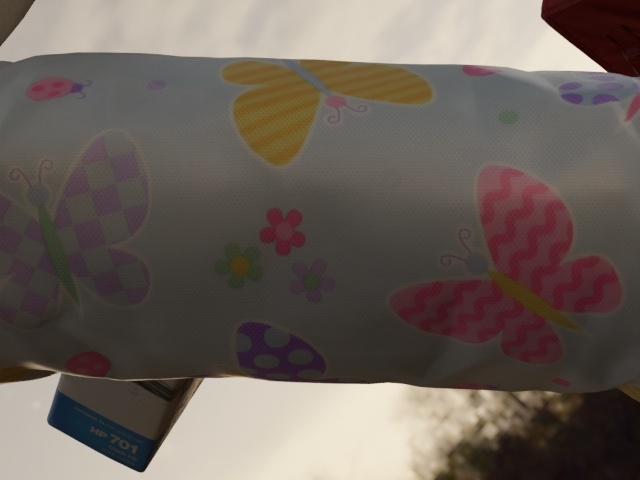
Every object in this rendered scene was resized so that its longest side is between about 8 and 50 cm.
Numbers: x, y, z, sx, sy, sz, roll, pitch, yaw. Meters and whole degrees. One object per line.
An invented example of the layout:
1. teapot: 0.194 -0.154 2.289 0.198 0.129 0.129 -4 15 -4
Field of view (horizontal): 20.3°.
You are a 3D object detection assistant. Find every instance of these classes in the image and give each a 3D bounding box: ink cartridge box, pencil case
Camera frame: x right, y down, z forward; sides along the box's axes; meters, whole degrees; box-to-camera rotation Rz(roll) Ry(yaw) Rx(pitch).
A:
1. ink cartridge box: -0.101 0.040 1.178 0.139 0.082 0.191 -58 -4 -42
2. pencil case: 0.000 0.000 0.626 0.113 0.273 0.124 -82 -8 -60

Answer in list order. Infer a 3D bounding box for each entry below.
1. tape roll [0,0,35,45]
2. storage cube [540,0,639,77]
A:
1. tape roll: -0.229 -0.220 0.663 0.392 0.072 0.392 -16 -70 -51
2. storage cube: 0.301 -0.207 1.253 0.193 0.183 0.215 -20 44 49
